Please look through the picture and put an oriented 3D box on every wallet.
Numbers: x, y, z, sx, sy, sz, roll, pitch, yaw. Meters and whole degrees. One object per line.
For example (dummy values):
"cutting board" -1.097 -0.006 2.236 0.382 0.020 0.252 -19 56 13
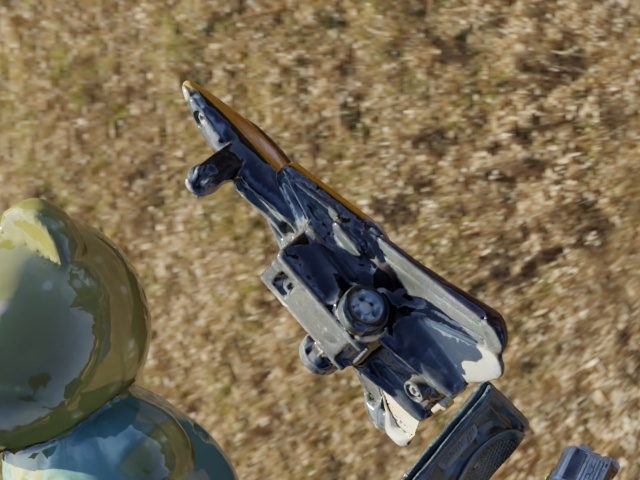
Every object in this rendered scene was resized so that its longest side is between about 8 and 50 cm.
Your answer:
"wallet" 0.140 0.202 1.324 0.129 0.088 0.026 -49 40 -8

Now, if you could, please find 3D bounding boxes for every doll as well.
"doll" -0.167 0.104 0.902 0.177 0.161 0.261 -18 102 46

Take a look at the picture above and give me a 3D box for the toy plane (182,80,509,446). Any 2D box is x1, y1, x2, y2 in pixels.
"toy plane" -0.008 0.007 1.040 0.316 0.103 0.204 43 145 2

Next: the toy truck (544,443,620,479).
"toy truck" 0.245 0.243 1.350 0.062 0.052 0.123 23 150 17
